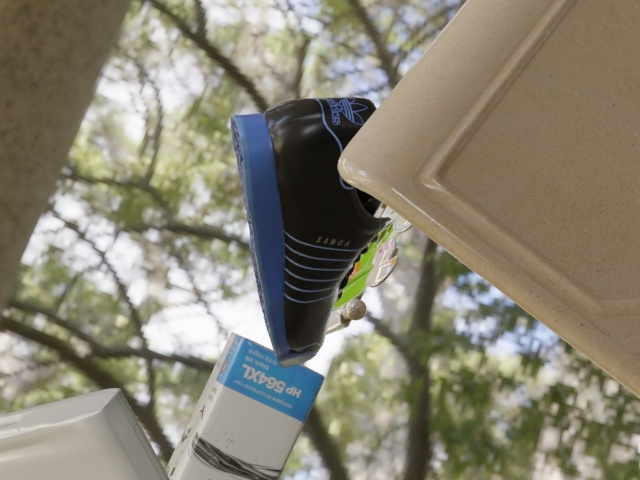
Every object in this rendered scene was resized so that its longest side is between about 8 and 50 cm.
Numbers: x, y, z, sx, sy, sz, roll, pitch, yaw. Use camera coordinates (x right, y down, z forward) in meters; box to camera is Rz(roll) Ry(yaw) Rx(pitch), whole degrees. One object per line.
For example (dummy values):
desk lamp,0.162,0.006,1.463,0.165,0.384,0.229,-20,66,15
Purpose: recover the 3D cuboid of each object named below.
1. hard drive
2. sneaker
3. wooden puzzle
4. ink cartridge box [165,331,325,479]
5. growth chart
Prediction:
hard drive,-0.160,0.260,1.071,0.203,0.040,0.308,-16,-69,28
sneaker,0.000,0.000,0.957,0.090,0.081,0.232,-11,-37,-5
wooden puzzle,0.157,-0.032,0.657,0.238,0.221,0.044,35,-29,7
ink cartridge box,-0.083,0.193,1.347,0.086,0.203,0.148,26,-6,-7
growth chart,0.043,-0.015,1.178,0.021,0.237,0.172,34,-31,-12
